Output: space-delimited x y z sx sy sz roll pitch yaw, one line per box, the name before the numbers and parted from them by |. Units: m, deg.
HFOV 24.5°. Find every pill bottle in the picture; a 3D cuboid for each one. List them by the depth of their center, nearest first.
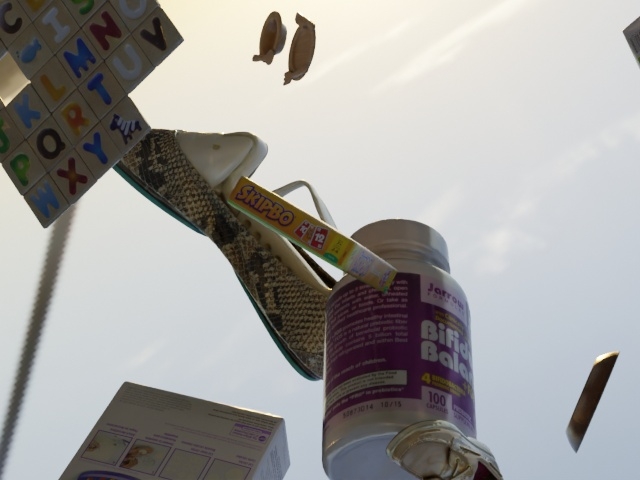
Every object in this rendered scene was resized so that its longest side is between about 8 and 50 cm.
pill bottle | 0.087 0.128 1.651 0.169 0.169 0.301 -28 -137 32

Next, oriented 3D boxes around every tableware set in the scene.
tableware set | -0.028 -0.243 1.513 0.141 0.020 0.169 24 -77 65

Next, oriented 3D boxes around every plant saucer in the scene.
plant saucer | 0.478 0.281 2.618 0.198 0.036 0.198 22 90 -79

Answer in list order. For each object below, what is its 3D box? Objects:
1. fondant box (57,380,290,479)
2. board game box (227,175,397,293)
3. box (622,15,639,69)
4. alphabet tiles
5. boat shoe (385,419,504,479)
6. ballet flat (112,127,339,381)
fondant box | -0.210 0.342 1.863 0.238 0.096 0.330 11 -139 19
board game box | 0.000 0.000 1.417 0.039 0.124 0.259 -59 166 -2
box | 0.471 -0.188 1.585 0.127 0.231 0.262 -21 171 -19
alphabet tiles | -0.238 -0.158 1.384 0.237 0.198 0.009 -40 168 25
boat shoe | 0.133 0.225 1.471 0.063 0.170 0.059 -50 -131 16
ballet flat | -0.087 -0.029 1.988 0.182 0.483 0.164 -48 163 19
